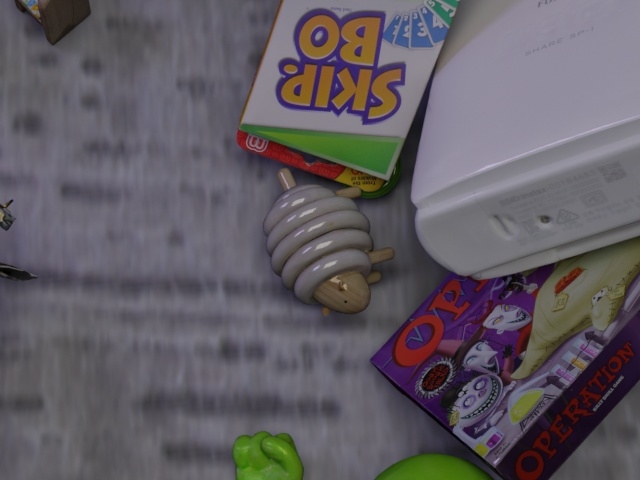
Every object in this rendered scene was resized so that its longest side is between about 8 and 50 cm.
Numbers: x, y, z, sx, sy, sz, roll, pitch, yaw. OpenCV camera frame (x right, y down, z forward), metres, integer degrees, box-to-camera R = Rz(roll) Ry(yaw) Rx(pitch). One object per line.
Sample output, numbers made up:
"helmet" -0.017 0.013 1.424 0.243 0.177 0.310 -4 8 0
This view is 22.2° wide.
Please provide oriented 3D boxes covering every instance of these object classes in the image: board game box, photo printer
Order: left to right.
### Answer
"board game box" 0.030 -0.160 1.211 0.124 0.039 0.259 19 117 -5
"photo printer" 0.203 -0.133 1.188 0.256 0.107 0.307 -19 37 31
"board game box" 0.205 0.008 1.175 0.347 0.208 0.056 -47 114 -4

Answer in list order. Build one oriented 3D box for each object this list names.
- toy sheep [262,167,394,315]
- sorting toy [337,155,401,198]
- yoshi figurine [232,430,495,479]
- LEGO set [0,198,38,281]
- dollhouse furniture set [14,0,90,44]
"toy sheep" 0.000 0.000 1.250 0.091 0.091 0.132 -25 64 -10
"sorting toy" 0.035 -0.084 1.300 0.061 0.042 0.102 -22 89 7
"yoshi figurine" -0.017 0.217 1.136 0.362 0.203 0.204 3 68 -6
"LEGO set" -0.391 0.048 1.195 0.331 0.192 0.255 19 104 5
"dollhouse furniture set" -0.279 -0.257 1.261 0.242 0.161 0.212 -41 81 -12
